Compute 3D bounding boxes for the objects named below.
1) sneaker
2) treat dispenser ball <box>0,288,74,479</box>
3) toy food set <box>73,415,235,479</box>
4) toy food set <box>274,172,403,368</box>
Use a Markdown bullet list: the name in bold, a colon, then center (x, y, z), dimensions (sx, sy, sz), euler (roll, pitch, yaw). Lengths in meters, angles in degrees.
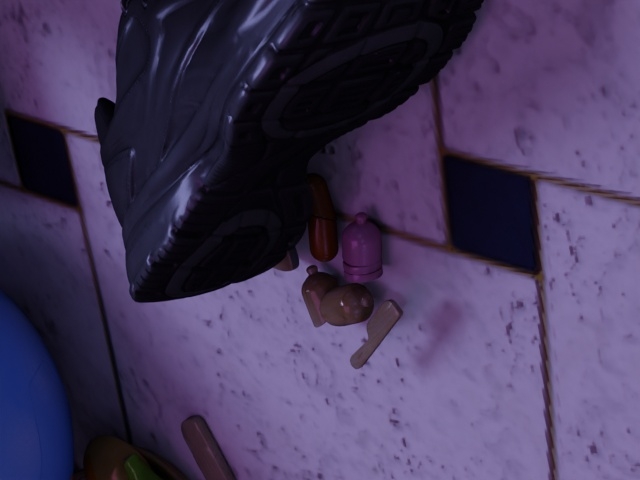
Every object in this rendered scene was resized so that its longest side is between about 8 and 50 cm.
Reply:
- **sneaker**: center (-0.035, -0.087, 0.784), dimensions (0.286, 0.109, 0.130), euler (-47, 61, 44)
- **treat dispenser ball**: center (-0.293, 0.134, 1.057), dimensions (0.288, 0.288, 0.288), euler (27, 133, 33)
- **toy food set**: center (-0.112, 0.180, 1.099), dimensions (0.192, 0.038, 0.132), euler (-21, 99, 51)
- **toy food set**: center (0.000, 0.000, 0.873), dimensions (0.122, 0.019, 0.078), euler (54, 142, 16)
